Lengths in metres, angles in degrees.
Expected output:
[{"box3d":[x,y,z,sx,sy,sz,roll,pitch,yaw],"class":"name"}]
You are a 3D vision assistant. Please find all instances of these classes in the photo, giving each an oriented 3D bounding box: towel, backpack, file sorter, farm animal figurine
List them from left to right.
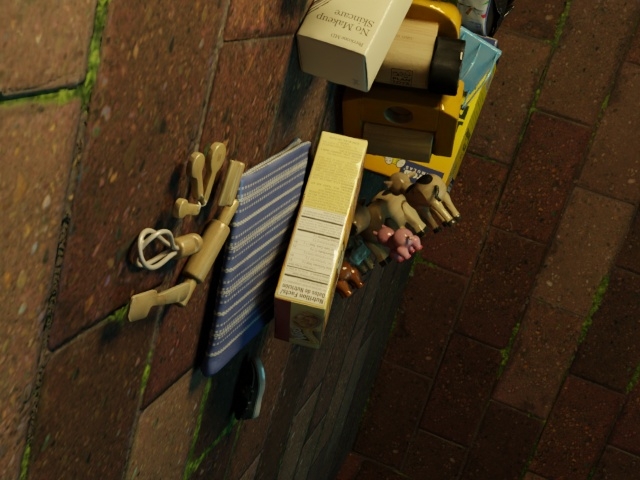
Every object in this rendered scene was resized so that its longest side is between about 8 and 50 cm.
[{"box3d":[-0.104,0.022,1.295,0.243,0.040,0.335,-43,149,-60],"class":"towel"},{"box3d":[0.131,-0.044,1.782,0.330,0.172,0.327,-36,-179,17],"class":"farm animal figurine"},{"box3d":[0.258,-0.363,1.715,0.118,0.170,0.104,-55,-174,44],"class":"file sorter"},{"box3d":[0.343,-0.579,1.816,0.276,0.213,0.263,-55,154,-30],"class":"backpack"}]

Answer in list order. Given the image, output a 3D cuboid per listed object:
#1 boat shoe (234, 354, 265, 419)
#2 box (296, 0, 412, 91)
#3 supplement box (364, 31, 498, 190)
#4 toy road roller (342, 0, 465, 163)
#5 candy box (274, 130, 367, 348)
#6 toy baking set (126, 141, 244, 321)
[{"box3d":[-0.131,0.273,1.537,0.040,0.049,0.142,-11,124,-30],"class":"boat shoe"},{"box3d":[0.070,-0.361,1.228,0.094,0.113,0.275,81,31,-65],"class":"box"},{"box3d":[0.253,-0.293,1.911,0.195,0.194,0.356,0,109,-77],"class":"supplement box"},{"box3d":[0.159,-0.314,1.497,0.329,0.203,0.240,86,16,-61],"class":"toy road roller"},{"box3d":[0.000,0.000,1.411,0.183,0.088,0.316,95,8,-63],"class":"candy box"},{"box3d":[-0.162,-0.006,1.005,0.196,0.030,0.256,73,39,-66],"class":"toy baking set"}]
